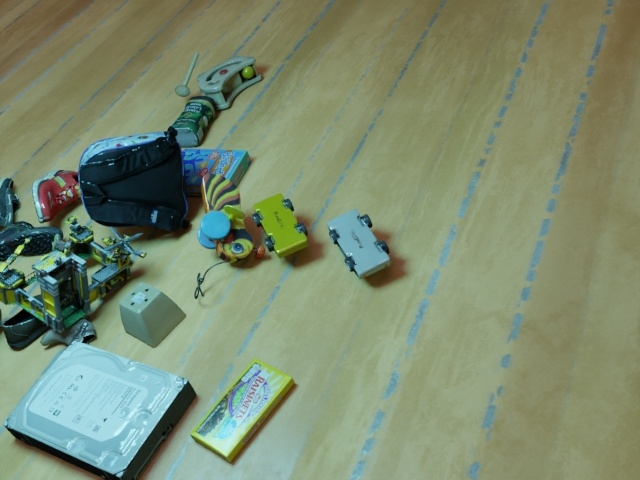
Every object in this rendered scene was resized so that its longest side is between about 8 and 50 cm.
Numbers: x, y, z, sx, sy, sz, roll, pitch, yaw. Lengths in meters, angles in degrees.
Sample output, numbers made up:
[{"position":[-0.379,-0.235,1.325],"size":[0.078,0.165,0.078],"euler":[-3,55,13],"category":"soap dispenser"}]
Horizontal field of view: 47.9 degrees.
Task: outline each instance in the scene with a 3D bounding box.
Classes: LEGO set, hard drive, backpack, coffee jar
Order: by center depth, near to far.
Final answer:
[{"position":[-0.458,0.349,1.494],"size":[0.339,0.064,0.237],"euler":[13,50,28],"category":"hard drive"},{"position":[-0.601,0.041,1.705],"size":[0.255,0.192,0.331],"euler":[35,46,26],"category":"LEGO set"},{"position":[-0.493,-0.160,1.872],"size":[0.263,0.276,0.213],"euler":[-10,21,-22],"category":"backpack"},{"position":[-0.390,-0.371,2.224],"size":[0.096,0.079,0.184],"euler":[1,44,19],"category":"coffee jar"}]

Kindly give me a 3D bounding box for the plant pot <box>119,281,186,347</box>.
[{"position":[-0.395,0.159,1.648],"size":[0.109,0.096,0.109],"euler":[20,53,34],"category":"plant pot"}]

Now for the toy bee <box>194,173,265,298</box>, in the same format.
[{"position":[-0.218,-0.009,1.749],"size":[0.162,0.298,0.195],"euler":[5,2,-15],"category":"toy bee"}]

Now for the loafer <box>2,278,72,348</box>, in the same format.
[{"position":[-0.674,0.166,1.747],"size":[0.080,0.078,0.220],"euler":[19,53,34],"category":"loafer"}]

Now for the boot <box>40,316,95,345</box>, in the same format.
[{"position":[-0.587,0.228,1.684],"size":[0.118,0.042,0.087],"euler":[-40,54,-14],"category":"boot"}]

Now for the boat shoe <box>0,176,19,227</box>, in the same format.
[{"position":[-0.941,-0.111,2.151],"size":[0.079,0.084,0.233],"euler":[14,28,-22],"category":"boat shoe"}]

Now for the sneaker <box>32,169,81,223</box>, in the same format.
[{"position":[-0.735,-0.139,2.050],"size":[0.118,0.107,0.279],"euler":[-3,28,0],"category":"sneaker"}]

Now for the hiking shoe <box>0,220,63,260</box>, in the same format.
[{"position":[-0.812,-0.019,1.985],"size":[0.227,0.086,0.114],"euler":[-9,44,9],"category":"hiking shoe"}]

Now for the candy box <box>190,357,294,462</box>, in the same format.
[{"position":[-0.154,0.333,1.434],"size":[0.105,0.027,0.206],"euler":[22,55,31],"category":"candy box"}]

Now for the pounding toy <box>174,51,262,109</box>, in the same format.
[{"position":[-0.328,-0.527,2.312],"size":[0.269,0.154,0.154],"euler":[-34,40,-18],"category":"pounding toy"}]

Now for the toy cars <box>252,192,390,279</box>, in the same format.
[{"position":[0.000,0.000,1.700],"size":[0.394,0.087,0.176],"euler":[14,55,26],"category":"toy cars"}]

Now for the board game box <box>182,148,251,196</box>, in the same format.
[{"position":[-0.323,-0.192,2.035],"size":[0.210,0.047,0.160],"euler":[4,46,21],"category":"board game box"}]
